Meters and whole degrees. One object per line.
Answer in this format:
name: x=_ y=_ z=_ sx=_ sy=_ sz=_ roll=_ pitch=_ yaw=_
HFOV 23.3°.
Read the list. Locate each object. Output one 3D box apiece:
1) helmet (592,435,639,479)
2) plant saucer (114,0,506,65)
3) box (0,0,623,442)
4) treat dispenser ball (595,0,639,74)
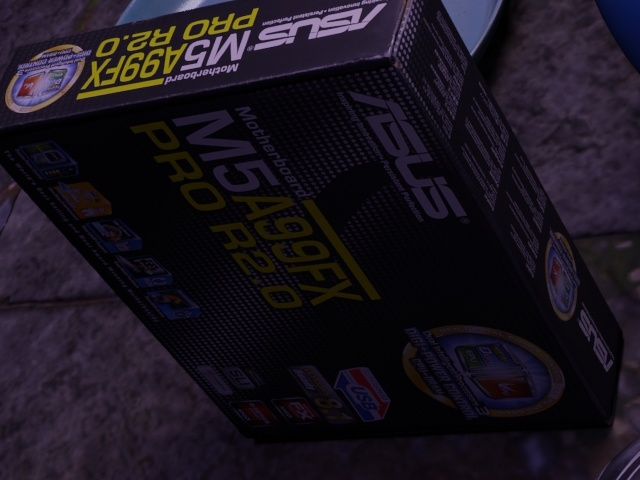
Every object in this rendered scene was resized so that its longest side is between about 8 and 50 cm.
helmet: x=0.166 y=0.143 z=0.592 sx=0.169 sy=0.169 sz=0.161 roll=-29 pitch=59 yaw=9
plant saucer: x=-0.012 y=-0.136 z=1.045 sx=0.318 sy=0.043 sz=0.317 roll=-19 pitch=44 yaw=19
box: x=0.000 y=0.000 z=0.747 sx=0.216 sy=0.270 sz=0.060 roll=-6 pitch=49 yaw=29
treat dispenser ball: x=0.260 y=-0.170 z=0.712 sx=0.288 sy=0.288 sz=0.288 roll=-18 pitch=45 yaw=19
